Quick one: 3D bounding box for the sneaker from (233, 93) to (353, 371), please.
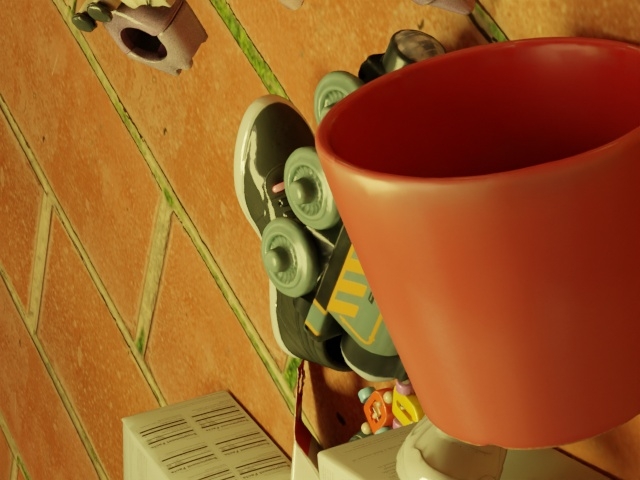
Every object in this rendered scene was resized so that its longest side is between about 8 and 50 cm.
[{"bbox_3d":[0.000,0.000,1.827,0.147,0.104,0.296,25,130,56],"label":"sneaker"}]

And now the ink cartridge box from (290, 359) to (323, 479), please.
[{"bbox_3d":[-0.005,0.241,1.945,0.181,0.056,0.225,-53,-31,-88],"label":"ink cartridge box"}]

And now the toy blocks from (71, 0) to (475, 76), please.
[{"bbox_3d":[0.018,-0.250,1.500,0.260,0.309,0.288,38,153,-20],"label":"toy blocks"}]

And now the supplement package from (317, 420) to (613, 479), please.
[{"bbox_3d":[0.147,0.285,1.581,0.293,0.177,0.175,25,124,59],"label":"supplement package"}]

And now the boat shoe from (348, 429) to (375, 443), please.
[{"bbox_3d":[0.075,0.310,1.848,0.255,0.079,0.095,70,157,15],"label":"boat shoe"}]

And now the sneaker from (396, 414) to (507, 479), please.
[{"bbox_3d":[0.131,0.137,1.525,0.090,0.232,0.115,22,120,8],"label":"sneaker"}]

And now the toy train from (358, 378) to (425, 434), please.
[{"bbox_3d":[0.096,0.200,1.797,0.166,0.046,0.125,65,153,28],"label":"toy train"}]

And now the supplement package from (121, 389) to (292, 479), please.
[{"bbox_3d":[-0.131,0.325,2.187,0.203,0.149,0.194,42,138,49],"label":"supplement package"}]

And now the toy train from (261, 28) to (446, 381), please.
[{"bbox_3d":[0.064,-0.022,1.625,0.190,0.142,0.334,49,136,29],"label":"toy train"}]

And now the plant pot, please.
[{"bbox_3d":[0.150,0.007,1.371,0.275,0.275,0.243,29,136,56],"label":"plant pot"}]
